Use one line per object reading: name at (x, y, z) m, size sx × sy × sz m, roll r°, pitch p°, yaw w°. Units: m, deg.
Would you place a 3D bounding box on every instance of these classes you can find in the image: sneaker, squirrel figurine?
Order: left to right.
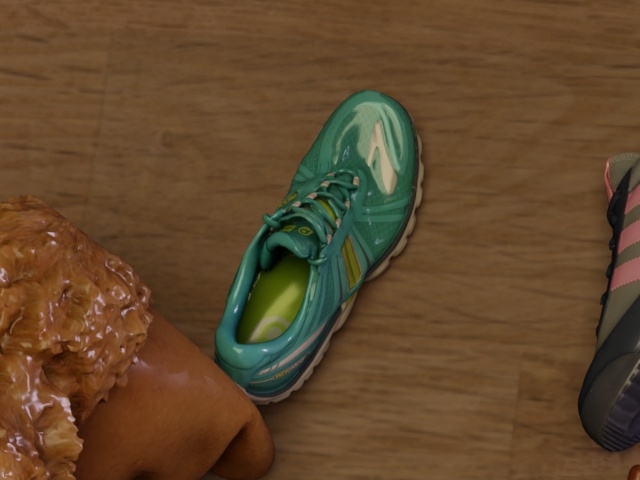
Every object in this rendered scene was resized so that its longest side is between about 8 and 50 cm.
squirrel figurine at (-0.254, 0.176, 1.227) m, size 0.281 × 0.397 × 0.370 m, roll 37°, pitch 75°, yaw 12°
sneaker at (0.000, 0.000, 1.371) m, size 0.107 × 0.110 × 0.275 m, roll 22°, pitch 72°, yaw 14°
sneaker at (0.258, 0.004, 1.342) m, size 0.131 × 0.112 × 0.319 m, roll 25°, pitch 78°, yaw 33°

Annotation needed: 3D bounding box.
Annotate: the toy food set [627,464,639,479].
toy food set at (0.240, 0.203, 1.323) m, size 0.122 × 0.019 × 0.078 m, roll -41°, pitch 72°, yaw -2°
